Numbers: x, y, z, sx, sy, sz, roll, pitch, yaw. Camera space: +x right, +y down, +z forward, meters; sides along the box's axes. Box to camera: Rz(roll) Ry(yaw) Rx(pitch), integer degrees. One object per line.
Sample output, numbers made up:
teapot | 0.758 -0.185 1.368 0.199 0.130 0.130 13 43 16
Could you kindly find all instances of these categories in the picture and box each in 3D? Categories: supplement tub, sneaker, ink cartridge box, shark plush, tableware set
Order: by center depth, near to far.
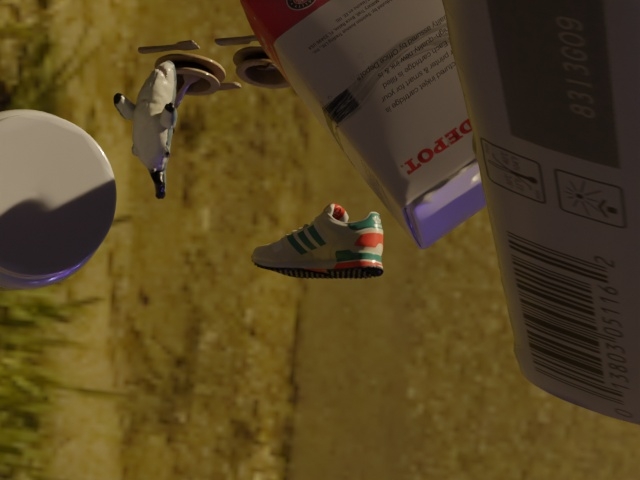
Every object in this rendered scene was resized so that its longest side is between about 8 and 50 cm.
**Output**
ink cartridge box | 0.179 -0.157 0.705 0.385 0.091 0.308 -59 152 -25
ink cartridge box | 0.076 -0.138 1.396 0.172 0.237 0.100 -35 156 -4
sneaker | 0.000 0.000 1.890 0.057 0.161 0.075 19 75 -53
supplement tub | -0.335 -0.040 1.918 0.191 0.272 0.191 1 87 -20
shark plush | -0.175 -0.118 1.997 0.067 0.073 0.161 -58 142 -53
tableware set | -0.112 -0.196 2.117 0.128 0.194 0.039 39 53 -56
